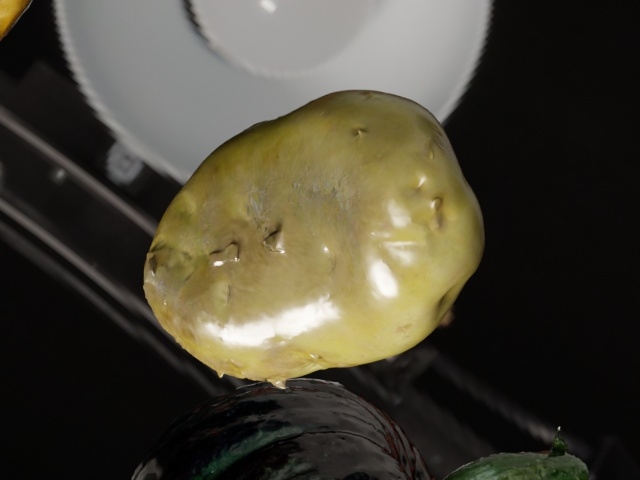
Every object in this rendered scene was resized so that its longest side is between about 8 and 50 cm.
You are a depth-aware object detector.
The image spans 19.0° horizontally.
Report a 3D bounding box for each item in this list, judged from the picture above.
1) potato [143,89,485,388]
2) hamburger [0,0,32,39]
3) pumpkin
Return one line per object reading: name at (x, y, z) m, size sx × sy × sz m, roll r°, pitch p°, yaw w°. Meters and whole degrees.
potato at (0.000, 0.000, 0.653) m, size 0.070 × 0.138 × 0.092 m, roll -2°, pitch -102°, yaw -51°
hamburger at (-0.111, -0.104, 0.292) m, size 0.118 × 0.191 × 0.182 m, roll 36°, pitch -178°, yaw 37°
pumpkin at (0.029, 0.172, 0.994) m, size 0.248 × 0.248 × 0.248 m, roll 18°, pitch -128°, yaw -24°
